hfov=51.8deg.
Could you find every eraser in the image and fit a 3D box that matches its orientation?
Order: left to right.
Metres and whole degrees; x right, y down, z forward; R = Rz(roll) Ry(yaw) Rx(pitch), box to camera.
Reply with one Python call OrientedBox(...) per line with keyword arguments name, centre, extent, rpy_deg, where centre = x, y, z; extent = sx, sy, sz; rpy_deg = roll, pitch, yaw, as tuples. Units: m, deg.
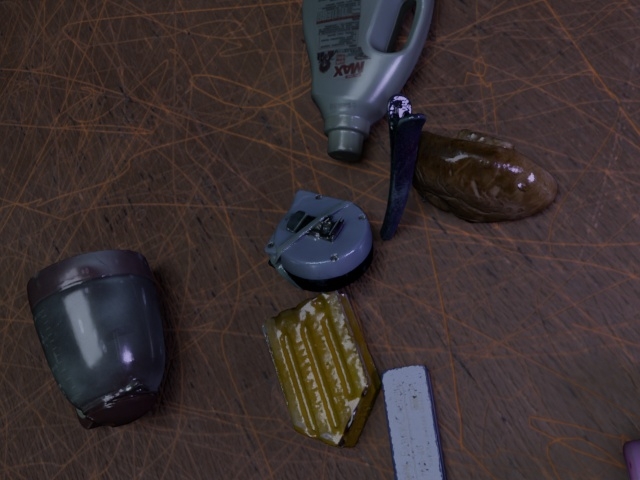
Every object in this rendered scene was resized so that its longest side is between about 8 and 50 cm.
OrientedBox(name="eraser", centre=(0.155, 0.322, 1.084), extent=(0.082, 0.036, 0.225), rpy_deg=(-13, 71, 19))

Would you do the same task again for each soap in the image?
OrientedBox(name="soap", centre=(0.010, 0.232, 1.149), extent=(0.160, 0.080, 0.257), rpy_deg=(-27, 67, 17))

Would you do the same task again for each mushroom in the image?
OrientedBox(name="mushroom", centre=(0.244, -0.123, 1.101), extent=(0.286, 0.151, 0.156), rpy_deg=(19, 86, 28))

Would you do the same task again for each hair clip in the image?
OrientedBox(name="hair clip", centre=(0.127, -0.103, 1.111), extent=(0.048, 0.275, 0.083), rpy_deg=(-10, 38, -20))

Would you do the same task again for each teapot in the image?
OrientedBox(name="teapot", centre=(-0.438, 0.220, 1.299), extent=(0.315, 0.233, 0.312), rpy_deg=(-37, 66, 44))

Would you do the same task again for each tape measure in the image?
OrientedBox(name="tape measure", centre=(0.004, 0.001, 1.174), extent=(0.181, 0.107, 0.182), rpy_deg=(8, 47, 23))

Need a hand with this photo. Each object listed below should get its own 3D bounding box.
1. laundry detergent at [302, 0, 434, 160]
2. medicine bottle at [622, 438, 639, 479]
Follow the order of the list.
OrientedBox(name="laundry detergent", centre=(0.080, -0.350, 1.256), extent=(0.264, 0.125, 0.397), rpy_deg=(1, 77, 24))
OrientedBox(name="medicine bottle", centre=(0.550, 0.323, 0.824), extent=(0.291, 0.178, 0.178), rpy_deg=(-15, 70, 19))
